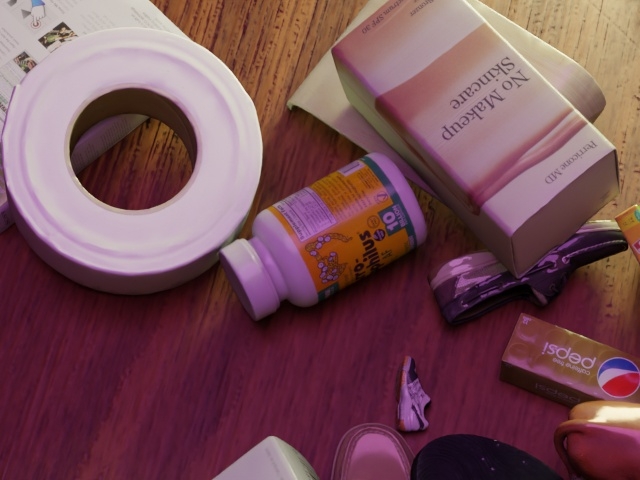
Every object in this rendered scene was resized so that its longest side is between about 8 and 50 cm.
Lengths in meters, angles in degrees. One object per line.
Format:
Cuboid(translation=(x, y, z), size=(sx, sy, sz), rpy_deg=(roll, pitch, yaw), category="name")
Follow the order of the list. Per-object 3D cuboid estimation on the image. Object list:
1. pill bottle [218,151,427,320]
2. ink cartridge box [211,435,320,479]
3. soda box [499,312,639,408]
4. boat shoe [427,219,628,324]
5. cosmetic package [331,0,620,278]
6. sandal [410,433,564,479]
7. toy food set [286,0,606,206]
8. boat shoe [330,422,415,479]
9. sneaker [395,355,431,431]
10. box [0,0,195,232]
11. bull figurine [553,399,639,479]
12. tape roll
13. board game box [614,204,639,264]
Cuboid(translation=(0.000, 0.000, 1.910), size=(0.208, 0.117, 0.117), rpy_deg=(-28, 65, -11), category="pill bottle")
Cuboid(translation=(-0.119, 0.412, 1.676), size=(0.385, 0.091, 0.308), rpy_deg=(-39, 41, 6), category="ink cartridge box")
Cuboid(translation=(0.282, 0.144, 1.856), size=(0.181, 0.058, 0.061), rpy_deg=(21, 67, 13), category="soda box")
Cuboid(translation=(0.230, 0.038, 1.905), size=(0.223, 0.080, 0.073), rpy_deg=(-15, 71, 0), category="boat shoe")
Cuboid(translation=(0.163, -0.126, 1.869), size=(0.153, 0.129, 0.296), rpy_deg=(-41, 67, -6), category="cosmetic package")
Cuboid(translation=(0.262, 0.349, 1.707), size=(0.167, 0.107, 0.446), rpy_deg=(-27, 67, -32), category="sandal")
Cuboid(translation=(0.139, -0.159, 2.009), size=(0.306, 0.092, 0.220), rpy_deg=(35, 80, 22), category="toy food set")
Cuboid(translation=(0.066, 0.316, 1.760), size=(0.109, 0.098, 0.302), rpy_deg=(-4, 64, 1), category="boat shoe")
Cuboid(translation=(0.100, 0.164, 1.876), size=(0.037, 0.032, 0.083), rpy_deg=(5, 68, -9), category="sneaker")
Cuboid(translation=(-0.328, -0.185, 2.057), size=(0.322, 0.058, 0.232), rpy_deg=(-39, 68, -16), category="box")
Cuboid(translation=(0.384, 0.224, 1.737), size=(0.310, 0.188, 0.101), rpy_deg=(12, 66, 9), category="bull figurine")
Cuboid(translation=(-0.208, -0.088, 1.938), size=(0.286, 0.100, 0.286), rpy_deg=(2, 76, -7), category="tape roll")
Cuboid(translation=(0.394, 0.089, 1.840), size=(0.039, 0.124, 0.259), rpy_deg=(-35, 63, 15), category="board game box")
